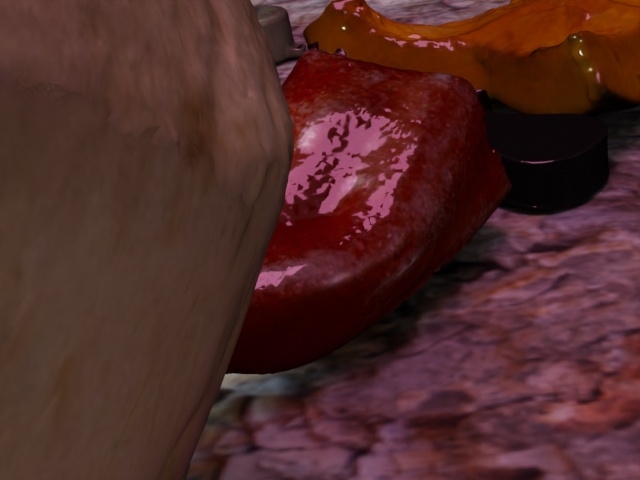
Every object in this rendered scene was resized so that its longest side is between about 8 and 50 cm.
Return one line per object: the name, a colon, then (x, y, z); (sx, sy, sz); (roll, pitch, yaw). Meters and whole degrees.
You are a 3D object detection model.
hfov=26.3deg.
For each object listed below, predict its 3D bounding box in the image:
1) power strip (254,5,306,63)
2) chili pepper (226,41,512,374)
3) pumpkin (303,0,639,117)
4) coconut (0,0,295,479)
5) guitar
power strip: (-0.154, -0.171, 1.218); (0.286, 0.048, 0.080); (-2, 26, 13)
chili pepper: (0.000, 0.000, 0.727); (0.144, 0.136, 0.253); (38, 45, -3)
pumpkin: (0.177, -0.160, 1.002); (0.258, 0.095, 0.290); (-28, 25, -30)
coconut: (-0.211, 0.009, 0.465); (0.415, 0.415, 0.344); (-25, 38, -30)
guitar: (0.056, -0.062, 0.898); (0.271, 0.038, 0.084); (8, 28, 34)
